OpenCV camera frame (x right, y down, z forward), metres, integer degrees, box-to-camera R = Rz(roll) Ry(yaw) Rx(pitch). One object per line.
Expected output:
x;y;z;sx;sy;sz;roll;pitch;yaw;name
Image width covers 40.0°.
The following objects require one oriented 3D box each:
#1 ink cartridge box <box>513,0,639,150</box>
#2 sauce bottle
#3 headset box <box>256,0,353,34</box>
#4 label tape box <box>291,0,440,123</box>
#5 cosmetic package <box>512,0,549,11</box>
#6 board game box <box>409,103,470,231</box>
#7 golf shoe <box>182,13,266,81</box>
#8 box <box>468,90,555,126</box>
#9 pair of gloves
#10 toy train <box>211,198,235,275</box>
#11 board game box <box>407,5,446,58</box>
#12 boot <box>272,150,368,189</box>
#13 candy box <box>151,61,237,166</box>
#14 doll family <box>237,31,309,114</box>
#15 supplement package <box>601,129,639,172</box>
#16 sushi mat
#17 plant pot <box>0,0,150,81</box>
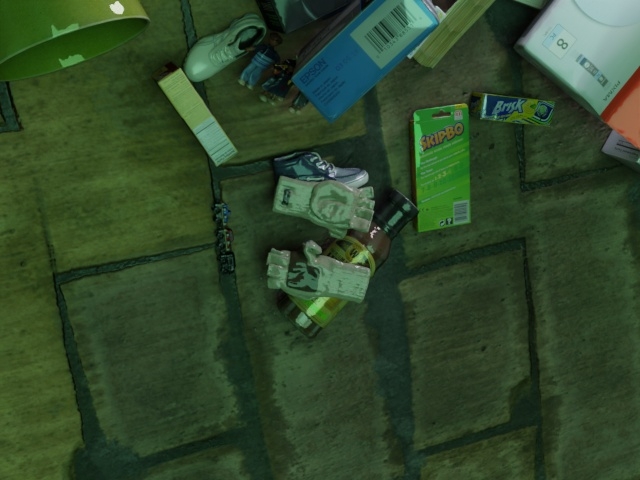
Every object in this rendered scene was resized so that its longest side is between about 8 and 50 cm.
0.630;-0.389;1.750;0.385;0.091;0.308;37;96;-7;ink cartridge box
0.059;0.042;1.793;0.111;0.111;0.344;41;90;-24;sauce bottle
-0.021;-0.534;1.570;0.246;0.131;0.283;-29;113;-8;headset box
0.076;-0.359;1.527;0.241;0.333;0.106;-40;106;18;label tape box
0.423;-0.501;1.772;0.115;0.041;0.060;14;103;-21;cosmetic package
0.250;-0.152;1.832;0.124;0.039;0.259;-10;112;-15;board game box
-0.174;-0.350;1.605;0.176;0.086;0.069;-39;116;-1;golf shoe
0.396;-0.273;1.826;0.169;0.059;0.054;2;104;-19;box
0.000;0.000;1.718;0.204;0.042;0.240;5;95;-4;pair of gloves
-0.189;-0.007;1.741;0.036;0.027;0.158;-12;111;-18;toy train
0.167;-0.396;1.661;0.026;0.154;0.103;39;92;-21;board game box
0.001;-0.137;1.736;0.190;0.069;0.086;-13;113;-12;boot
-0.231;-0.232;1.611;0.053;0.109;0.186;-35;115;-5;candy box
-0.067;-0.312;1.637;0.111;0.076;0.193;-48;151;21;doll family
0.749;-0.261;1.903;0.139;0.134;0.244;25;97;-23;supplement package
0.295;-0.456;1.667;0.316;0.151;0.019;-46;77;15;sushi mat
-0.458;-0.442;1.411;0.275;0.275;0.293;-23;96;-10;plant pot
